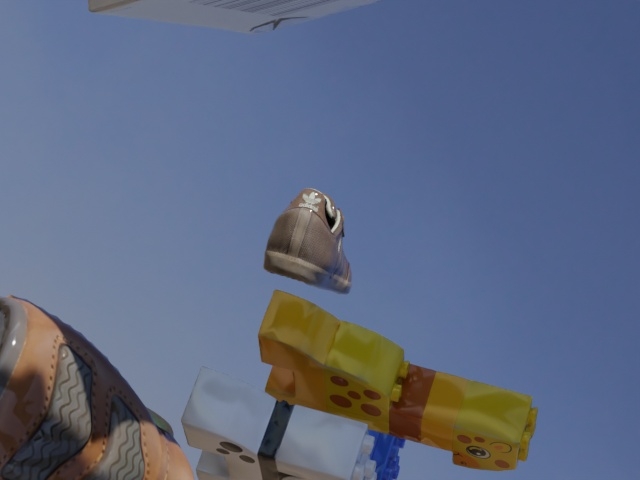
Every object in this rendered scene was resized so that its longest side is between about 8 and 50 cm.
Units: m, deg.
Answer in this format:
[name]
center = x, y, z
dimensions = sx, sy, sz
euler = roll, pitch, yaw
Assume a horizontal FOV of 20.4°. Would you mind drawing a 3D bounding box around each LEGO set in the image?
[LEGO set]
center = 0.022, 0.085, 0.619
dimensions = 0.093, 0.087, 0.227
euler = 14, -28, 11

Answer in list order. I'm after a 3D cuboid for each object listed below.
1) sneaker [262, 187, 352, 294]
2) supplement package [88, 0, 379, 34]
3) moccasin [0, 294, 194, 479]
[sneaker]
center = 0.000, 0.000, 1.396
dimensions = 0.066, 0.071, 0.188
euler = 19, 0, 4
[supplement package]
center = -0.029, -0.181, 0.693
dimensions = 0.105, 0.105, 0.179
euler = -10, -95, 36
[moccasin]
center = -0.201, 0.102, 0.833
dimensions = 0.380, 0.139, 0.147
euler = -14, -44, 43
